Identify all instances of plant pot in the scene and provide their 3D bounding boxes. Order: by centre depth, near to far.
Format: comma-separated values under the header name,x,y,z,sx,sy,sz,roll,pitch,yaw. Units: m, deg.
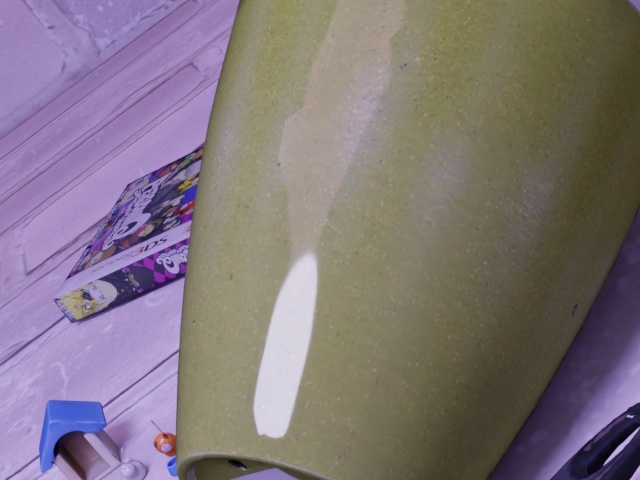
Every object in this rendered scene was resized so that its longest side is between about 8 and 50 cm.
name,x,y,z,sx,sy,sz,roll,pitch,yaw
plant pot,0.036,0.019,0.678,0.274,0.275,0.294,-13,48,45

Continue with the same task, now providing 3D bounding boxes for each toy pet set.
name,x,y,z,sx,sy,sz,roll,pitch,yaw
toy pet set,-0.175,0.159,0.907,0.122,0.065,0.114,-37,22,-2

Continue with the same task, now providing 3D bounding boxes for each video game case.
name,x,y,z,sx,sy,sz,roll,pitch,yaw
video game case,-0.156,-0.025,1.283,0.210,0.042,0.232,-23,25,27

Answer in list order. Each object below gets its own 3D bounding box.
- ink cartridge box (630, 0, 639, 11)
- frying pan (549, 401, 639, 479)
name,x,y,z,sx,sy,sz,roll,pitch,yaw
ink cartridge box,0.162,-0.129,0.813,0.232,0.066,0.189,-1,-8,-45
frying pan,0.021,0.206,0.542,0.197,0.053,0.326,-9,34,49
